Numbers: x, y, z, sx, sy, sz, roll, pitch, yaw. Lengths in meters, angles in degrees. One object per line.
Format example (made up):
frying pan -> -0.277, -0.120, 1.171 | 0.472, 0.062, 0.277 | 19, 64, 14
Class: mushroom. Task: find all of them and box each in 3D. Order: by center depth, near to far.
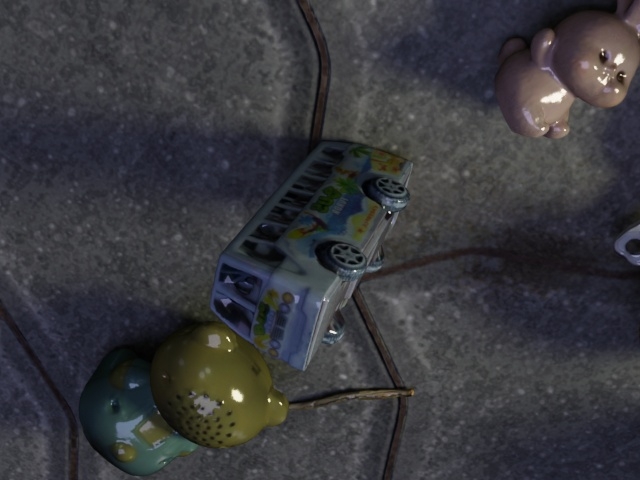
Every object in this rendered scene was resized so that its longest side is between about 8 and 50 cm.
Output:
mushroom -> -0.010, 0.223, 1.482 | 0.286, 0.028, 0.025 | -5, 78, 14

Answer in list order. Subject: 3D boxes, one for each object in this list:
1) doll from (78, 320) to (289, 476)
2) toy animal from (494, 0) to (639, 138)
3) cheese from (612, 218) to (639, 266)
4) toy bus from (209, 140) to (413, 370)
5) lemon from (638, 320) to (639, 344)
doll -> -0.183, 0.207, 1.422 | 0.261, 0.161, 0.177 | -24, 112, 26
toy animal -> 0.283, -0.192, 1.106 | 0.212, 0.124, 0.124 | -33, 110, 31
cheese -> 0.446, -0.053, 1.185 | 0.163, 0.071, 0.248 | 20, 123, -1
toy bus -> 0.000, 0.000, 1.156 | 0.136, 0.329, 0.109 | 23, 123, 9
lemon -> 0.457, 0.106, 1.205 | 0.192, 0.192, 0.231 | -9, 145, 16
